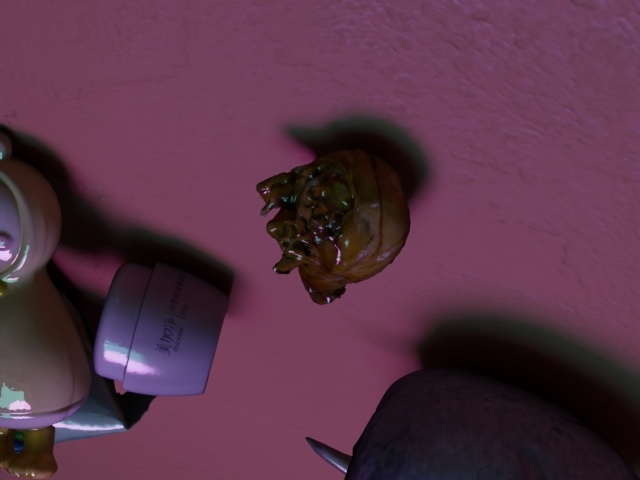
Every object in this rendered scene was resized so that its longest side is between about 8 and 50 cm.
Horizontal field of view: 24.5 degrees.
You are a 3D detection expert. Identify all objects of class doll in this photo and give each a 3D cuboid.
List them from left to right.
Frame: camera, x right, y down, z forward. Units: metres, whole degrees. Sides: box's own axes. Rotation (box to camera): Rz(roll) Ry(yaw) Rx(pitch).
[{"bbox_3d":[-0.269,0.055,1.253,0.141,0.117,0.296,8,113,40],"label":"doll"}]

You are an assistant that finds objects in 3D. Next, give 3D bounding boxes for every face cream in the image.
[{"bbox_3d":[-0.140,0.079,1.293,0.104,0.117,0.117,16,151,-3],"label":"face cream"}]

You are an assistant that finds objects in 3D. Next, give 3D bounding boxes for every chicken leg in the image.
[{"bbox_3d":[0.003,0.001,1.090,0.101,0.085,0.207,-7,161,-12],"label":"chicken leg"}]

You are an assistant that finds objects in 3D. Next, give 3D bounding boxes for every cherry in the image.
[{"bbox_3d":[0.127,0.222,1.229,0.296,0.218,0.255,10,151,3],"label":"cherry"}]

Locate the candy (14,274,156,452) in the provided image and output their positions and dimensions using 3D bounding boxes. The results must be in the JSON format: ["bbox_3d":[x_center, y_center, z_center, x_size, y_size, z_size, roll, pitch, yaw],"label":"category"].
[{"bbox_3d":[-0.353,0.052,1.408,0.263,0.172,0.398,-18,110,38],"label":"candy"}]
